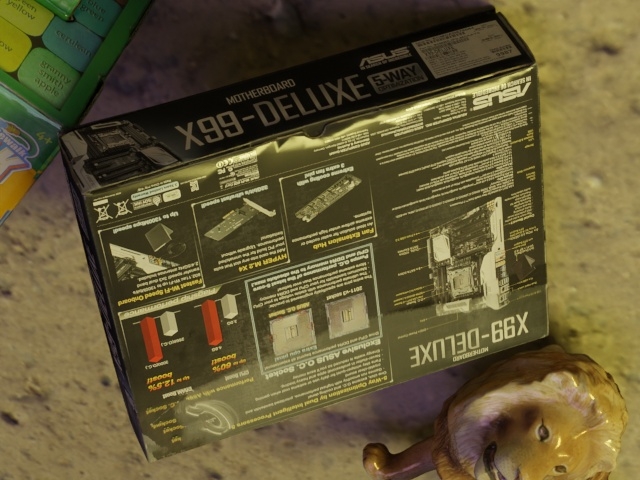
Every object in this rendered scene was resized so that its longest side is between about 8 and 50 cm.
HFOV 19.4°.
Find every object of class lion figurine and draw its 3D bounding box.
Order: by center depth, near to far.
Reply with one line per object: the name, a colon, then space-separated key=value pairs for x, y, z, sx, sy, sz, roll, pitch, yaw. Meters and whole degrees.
lion figurine: x=0.187 y=0.231 z=1.478 sx=0.240 sy=0.142 sz=0.392 roll=-20 pitch=134 yaw=25

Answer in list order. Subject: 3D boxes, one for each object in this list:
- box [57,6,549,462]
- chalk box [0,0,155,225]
box: x=0.000 y=0.000 z=1.257 sx=0.307 sy=0.076 sz=0.242 roll=-17 pitch=131 yaw=-10
chalk box: x=-0.245 y=-0.129 z=1.279 sx=0.180 sy=0.179 sz=0.289 roll=34 pitch=133 yaw=-11
